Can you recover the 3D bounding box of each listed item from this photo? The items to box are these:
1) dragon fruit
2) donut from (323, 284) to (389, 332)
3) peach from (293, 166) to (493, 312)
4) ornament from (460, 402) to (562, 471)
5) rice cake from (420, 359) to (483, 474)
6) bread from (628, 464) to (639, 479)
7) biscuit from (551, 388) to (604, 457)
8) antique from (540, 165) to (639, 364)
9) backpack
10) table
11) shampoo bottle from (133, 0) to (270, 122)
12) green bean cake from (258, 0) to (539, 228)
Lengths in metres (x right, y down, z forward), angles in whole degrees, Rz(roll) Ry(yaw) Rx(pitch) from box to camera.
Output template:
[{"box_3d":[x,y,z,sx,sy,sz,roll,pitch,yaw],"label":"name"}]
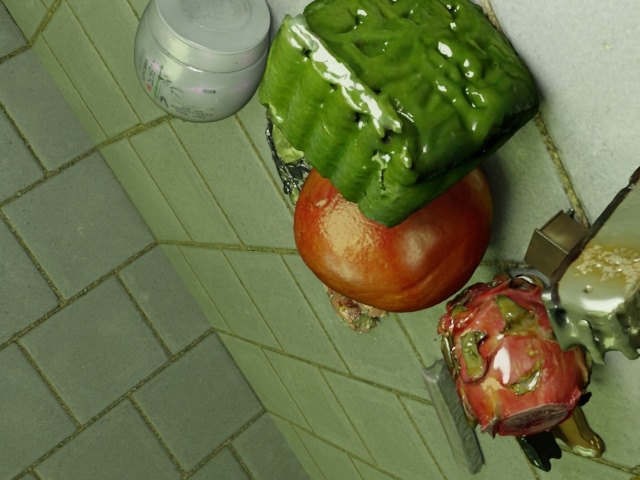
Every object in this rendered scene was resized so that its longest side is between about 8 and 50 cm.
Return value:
[{"box_3d":[0.341,0.192,1.328,0.250,0.269,0.291,73,-174,-54],"label":"dragon fruit"},{"box_3d":[0.089,0.142,1.916,0.199,0.085,0.233,50,155,9],"label":"donut"},{"box_3d":[0.129,-0.036,1.310,0.290,0.373,0.372,53,164,50],"label":"peach"},{"box_3d":[0.397,0.389,1.599,0.202,0.080,0.236,59,160,-6],"label":"ornament"},{"box_3d":[0.341,0.461,1.915,0.070,0.064,0.399,29,147,55],"label":"rice cake"},{"box_3d":[0.636,0.482,1.341,0.156,0.103,0.110,46,162,-1],"label":"bread"},{"box_3d":[0.445,0.300,1.516,0.216,0.047,0.339,14,136,54],"label":"biscuit"},{"box_3d":[0.399,0.032,0.923,0.125,0.284,0.150,10,134,58],"label":"antique"},{"box_3d":[-0.012,-0.187,1.503,0.140,0.207,0.253,-24,94,30],"label":"backpack"},{"box_3d":[0.382,0.005,1.171,0.070,0.082,0.083,41,154,26],"label":"table"},{"box_3d":[-0.243,-0.400,1.536,0.273,0.273,0.266,49,149,9],"label":"shampoo bottle"},{"box_3d":[0.115,-0.229,1.059,0.335,0.319,0.218,48,154,3],"label":"green bean cake"}]
